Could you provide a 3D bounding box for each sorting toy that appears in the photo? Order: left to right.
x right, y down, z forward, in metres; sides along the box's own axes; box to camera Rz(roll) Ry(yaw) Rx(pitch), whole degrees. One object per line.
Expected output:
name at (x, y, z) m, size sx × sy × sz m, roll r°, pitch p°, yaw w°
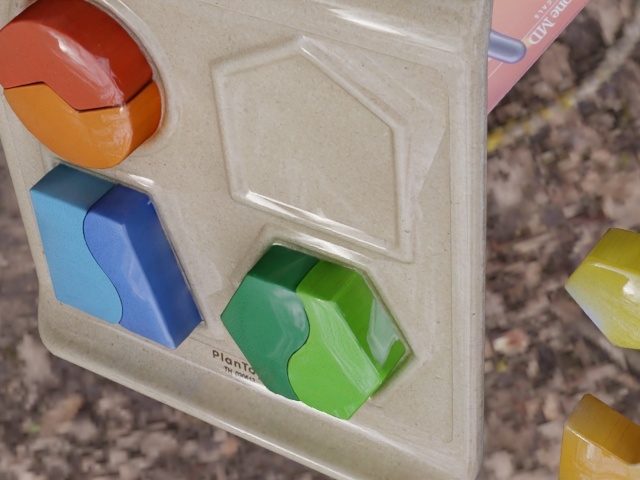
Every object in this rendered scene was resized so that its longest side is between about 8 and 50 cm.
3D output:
sorting toy at (0.000, 0.000, 0.493) m, size 0.307 × 0.041 × 0.229 m, roll 20°, pitch 133°, yaw 26°

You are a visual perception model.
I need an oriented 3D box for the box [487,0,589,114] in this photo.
box at (0.049, -0.162, 0.764) m, size 0.170 × 0.091 × 0.130 m, roll 30°, pitch 110°, yaw -31°
